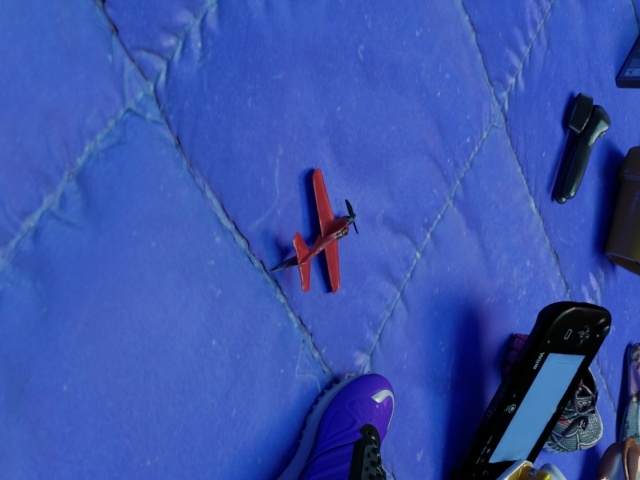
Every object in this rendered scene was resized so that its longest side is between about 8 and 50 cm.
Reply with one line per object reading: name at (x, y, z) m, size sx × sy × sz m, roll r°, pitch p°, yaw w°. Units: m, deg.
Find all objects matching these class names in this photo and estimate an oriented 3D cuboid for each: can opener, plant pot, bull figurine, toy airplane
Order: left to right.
toy airplane at (0.000, 0.000, 1.229) m, size 0.151 × 0.028 × 0.151 m, roll -13°, pitch 106°, yaw -54°
can opener at (0.406, -0.140, 1.783) m, size 0.059 × 0.073 × 0.186 m, roll 115°, pitch -5°, yaw -74°
bull figurine at (0.549, 0.479, 2.012) m, size 0.188 × 0.101 × 0.310 m, roll -59°, pitch 138°, yaw -29°
plant pot at (0.585, -0.033, 1.939) m, size 0.205 × 0.205 × 0.188 m, roll 31°, pitch 85°, yaw -52°

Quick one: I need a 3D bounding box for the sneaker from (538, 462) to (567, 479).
sneaker at (0.305, 0.411, 1.675) m, size 0.094 × 0.080 × 0.212 m, roll -28°, pitch 142°, yaw -20°

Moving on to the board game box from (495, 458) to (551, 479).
board game box at (0.201, 0.550, 1.500) m, size 0.390 × 0.050 × 0.389 m, roll -31°, pitch 120°, yaw -36°

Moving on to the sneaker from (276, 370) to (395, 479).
sneaker at (0.034, 0.265, 1.208) m, size 0.293 × 0.146 × 0.102 m, roll -52°, pitch 133°, yaw -38°

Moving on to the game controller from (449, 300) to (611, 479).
game controller at (0.287, 0.222, 1.546) m, size 0.166 × 0.067 × 0.319 m, roll 4°, pitch 115°, yaw -57°

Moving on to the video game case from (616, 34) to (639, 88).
video game case at (0.656, -0.352, 1.977) m, size 0.274 × 0.196 × 0.026 m, roll -54°, pitch 137°, yaw -36°

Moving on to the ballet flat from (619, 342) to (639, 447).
ballet flat at (0.600, 0.300, 2.082) m, size 0.077 × 0.079 × 0.221 m, roll 6°, pitch 90°, yaw -56°

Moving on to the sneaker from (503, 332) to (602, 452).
sneaker at (0.378, 0.249, 1.730) m, size 0.299 × 0.112 × 0.120 m, roll 47°, pitch 56°, yaw -48°
